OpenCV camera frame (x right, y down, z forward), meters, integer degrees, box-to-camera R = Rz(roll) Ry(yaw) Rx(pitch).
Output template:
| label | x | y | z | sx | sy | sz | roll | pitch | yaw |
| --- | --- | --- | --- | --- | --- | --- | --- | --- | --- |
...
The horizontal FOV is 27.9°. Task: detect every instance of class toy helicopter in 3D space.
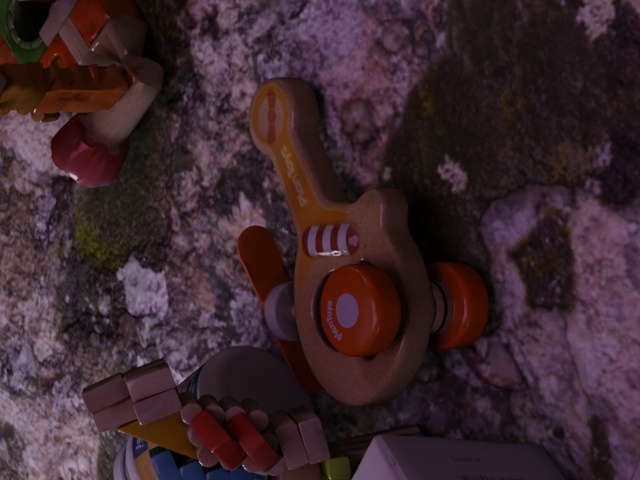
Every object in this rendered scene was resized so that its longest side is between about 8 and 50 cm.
| label | x | y | z | sx | sy | sz | roll | pitch | yaw |
| --- | --- | --- | --- | --- | --- | --- | --- | --- | --- |
| toy helicopter | 0.000 | 0.000 | 1.275 | 0.235 | 0.140 | 0.355 | -46 | 56 | 43 |

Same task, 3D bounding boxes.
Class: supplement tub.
| label | x | y | z | sx | sy | sz | roll | pitch | yaw |
| --- | --- | --- | --- | --- | --- | --- | --- | --- | --- |
| supplement tub | -0.114 | 0.216 | 1.359 | 0.200 | 0.144 | 0.144 | -41 | 70 | 35 |

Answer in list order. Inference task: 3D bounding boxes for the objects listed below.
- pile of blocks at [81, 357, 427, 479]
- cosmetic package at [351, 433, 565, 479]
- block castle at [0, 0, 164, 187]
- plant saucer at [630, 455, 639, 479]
| label | x | y | z | sx | sy | sz | roll | pitch | yaw |
| --- | --- | --- | --- | --- | --- | --- | --- | --- | --- |
| pile of blocks | -0.052 | 0.214 | 1.197 | 0.112 | 0.362 | 0.149 | -177 | 103 | -81 |
| cosmetic package | 0.082 | 0.364 | 1.162 | 0.365 | 0.197 | 0.155 | -63 | 35 | 25 |
| block castle | -0.407 | -0.255 | 1.439 | 0.213 | 0.303 | 0.453 | -48 | 65 | 34 |
| plant saucer | 0.295 | 0.305 | 0.941 | 0.101 | 0.400 | 0.400 | 10 | 105 | 1 |
